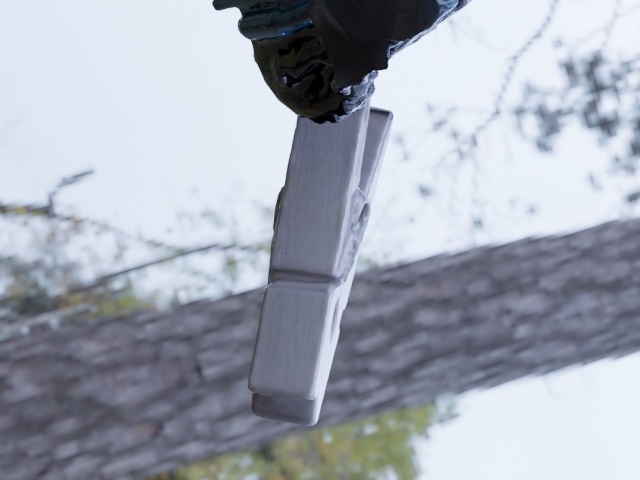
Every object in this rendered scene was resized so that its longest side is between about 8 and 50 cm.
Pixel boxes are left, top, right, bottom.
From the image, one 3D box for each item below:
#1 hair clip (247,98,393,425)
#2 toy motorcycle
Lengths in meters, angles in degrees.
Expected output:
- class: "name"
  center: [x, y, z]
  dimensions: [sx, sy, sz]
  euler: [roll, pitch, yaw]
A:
- class: "hair clip"
  center: [-0.005, 0.000, 1.739]
  dimensions: [0.101, 0.085, 0.331]
  euler: [84, 19, -67]
- class: "toy motorcycle"
  center: [0.038, -0.250, 1.537]
  dimensions: [0.232, 0.172, 0.416]
  euler: [55, -33, -2]
